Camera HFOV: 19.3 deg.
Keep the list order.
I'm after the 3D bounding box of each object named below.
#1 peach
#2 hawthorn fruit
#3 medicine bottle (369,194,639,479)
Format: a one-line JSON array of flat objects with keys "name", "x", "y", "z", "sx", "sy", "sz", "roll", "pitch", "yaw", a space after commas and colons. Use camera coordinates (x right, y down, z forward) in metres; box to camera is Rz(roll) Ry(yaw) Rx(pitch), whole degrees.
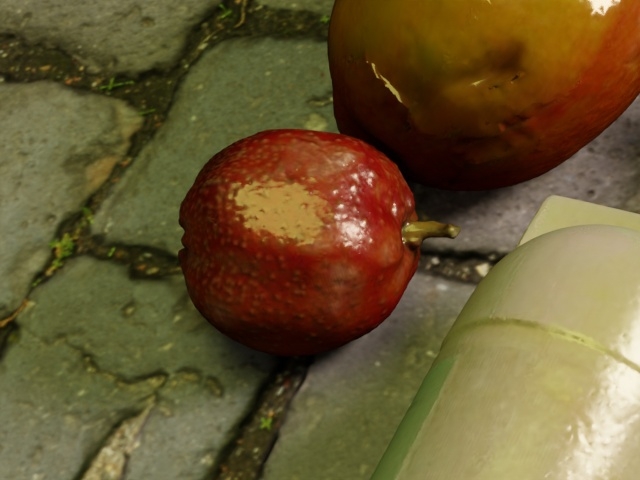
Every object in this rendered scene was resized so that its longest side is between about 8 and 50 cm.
[{"name": "peach", "x": 0.162, "y": -0.213, "z": 1.745, "sx": 0.372, "sy": 0.290, "sz": 0.373, "roll": -8, "pitch": 52, "yaw": 11}, {"name": "hawthorn fruit", "x": 0.000, "y": 0.000, "z": 1.684, "sx": 0.253, "sy": 0.205, "sz": 0.205, "roll": 2, "pitch": 52, "yaw": 9}, {"name": "medicine bottle", "x": 0.198, "y": 0.137, "z": 1.484, "sx": 0.235, "sy": 0.236, "sz": 0.406, "roll": 16, "pitch": 58, "yaw": 26}]
